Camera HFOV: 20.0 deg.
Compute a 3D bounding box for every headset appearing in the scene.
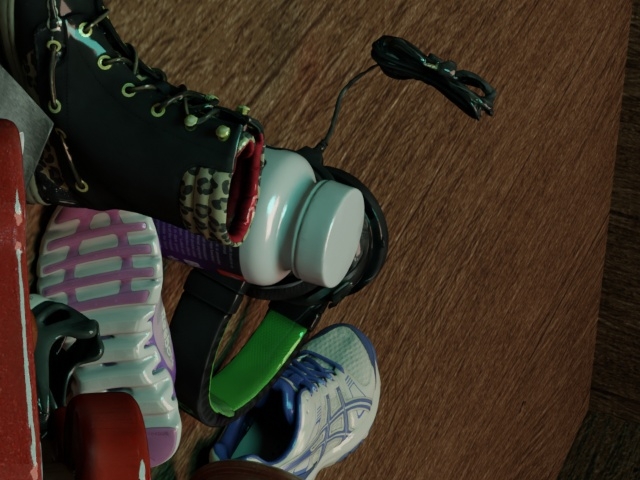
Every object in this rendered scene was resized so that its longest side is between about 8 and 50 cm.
[{"bbox_3d":[0.000,0.000,1.652,0.394,0.185,0.243,-63,162,3],"label":"headset"}]

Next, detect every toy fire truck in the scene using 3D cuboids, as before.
[{"bbox_3d":[-0.206,0.072,1.100,0.302,0.169,0.254,150,-63,-73],"label":"toy fire truck"}]

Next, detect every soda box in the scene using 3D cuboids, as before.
[{"bbox_3d":[-0.228,-0.087,1.139,0.169,0.053,0.060,55,53,-66],"label":"soda box"}]

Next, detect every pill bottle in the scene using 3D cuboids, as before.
[{"bbox_3d":[-0.069,-0.026,1.419,0.108,0.193,0.108,16,90,-71],"label":"pill bottle"}]

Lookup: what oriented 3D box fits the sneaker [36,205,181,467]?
[{"bbox_3d":[-0.158,0.055,1.407,0.104,0.095,0.236,-87,172,-66],"label":"sneaker"}]

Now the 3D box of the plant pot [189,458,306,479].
[{"bbox_3d":[-0.090,0.384,1.628,0.265,0.272,0.272,-46,147,-39],"label":"plant pot"}]

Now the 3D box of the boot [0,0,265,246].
[{"bbox_3d":[-0.122,-0.113,1.222,0.085,0.178,0.236,-46,148,-54],"label":"boot"}]

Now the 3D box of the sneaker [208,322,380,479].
[{"bbox_3d":[-0.020,0.171,1.846,0.296,0.111,0.131,-57,155,-42],"label":"sneaker"}]

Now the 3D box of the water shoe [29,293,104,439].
[{"bbox_3d":[-0.223,0.125,1.279,0.073,0.080,0.203,76,35,-55],"label":"water shoe"}]
